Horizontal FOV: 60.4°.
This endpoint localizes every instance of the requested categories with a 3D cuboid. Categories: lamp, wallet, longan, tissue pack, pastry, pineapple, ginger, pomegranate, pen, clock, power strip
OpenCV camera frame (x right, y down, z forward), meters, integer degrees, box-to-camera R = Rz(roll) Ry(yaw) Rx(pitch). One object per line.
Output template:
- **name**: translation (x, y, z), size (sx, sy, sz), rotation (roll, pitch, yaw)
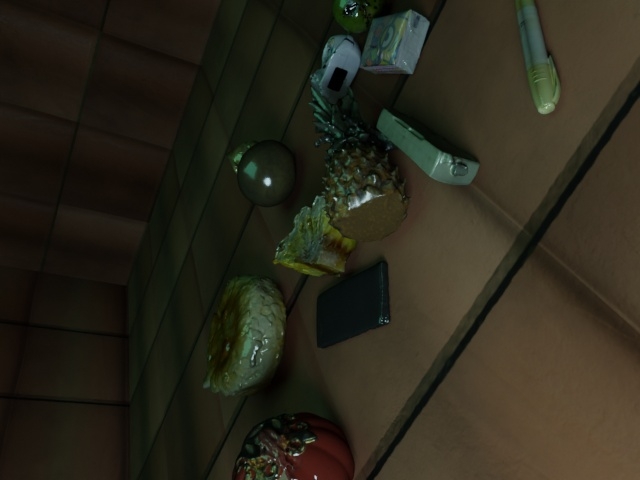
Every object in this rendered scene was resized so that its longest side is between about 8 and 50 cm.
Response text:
- **lamp**: translation (-0.052, 0.403, 0.962), size (0.227, 0.227, 0.226), rotation (-36, 47, 52)
- **wallet**: translation (0.055, 0.131, 1.087), size (0.244, 0.025, 0.124), rotation (-35, 48, 53)
- **longan**: translation (-0.142, -0.181, 1.476), size (0.167, 0.167, 0.187), rotation (-34, 27, 53)
- **tissue pack**: translation (0.145, -0.398, 1.118), size (0.148, 0.060, 0.108), rotation (32, 105, 61)
- **pastry**: translation (-0.181, 0.241, 1.368), size (0.330, 0.137, 0.329), rotation (-38, 44, 50)
- **pineapple**: translation (0.067, -0.168, 1.060), size (0.165, 0.166, 0.364), rotation (-53, 33, 39)
- **ginger**: translation (-0.238, -0.270, 1.781), size (0.122, 0.115, 0.193), rotation (-50, 23, 5)
- **pineapple**: translation (0.000, 0.000, 1.163), size (0.236, 0.115, 0.186), rotation (-53, 35, 33)
- **pomegranate**: translation (0.086, -0.522, 1.247), size (0.161, 0.122, 0.122), rotation (96, -178, -80)
- **pen**: translation (0.308, -0.279, 0.784), size (0.040, 0.032, 0.233), rotation (-16, 61, 34)
- **clock**: translation (0.030, -0.416, 1.327), size (0.176, 0.080, 0.117), rotation (-63, 29, 28)
- **power strip**: translation (0.170, -0.170, 0.945), size (0.048, 0.080, 0.286), rotation (-66, 28, 23)
